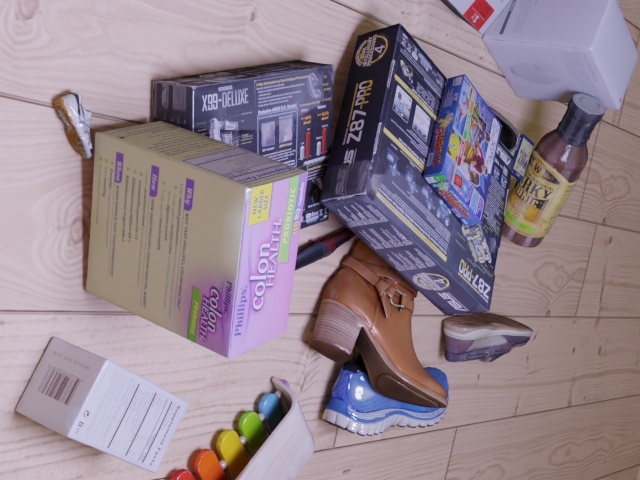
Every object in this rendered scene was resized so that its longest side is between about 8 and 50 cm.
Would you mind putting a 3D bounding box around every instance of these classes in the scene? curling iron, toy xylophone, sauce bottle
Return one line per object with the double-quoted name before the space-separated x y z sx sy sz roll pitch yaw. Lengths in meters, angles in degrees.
"curling iron" 0.000 0.000 1.692 0.274 0.035 0.068 -34 124 -44
"toy xylophone" -0.110 0.386 1.642 0.322 0.081 0.236 -42 133 -38
"sauce bottle" 0.468 -0.141 2.115 0.111 0.111 0.344 -31 150 -45

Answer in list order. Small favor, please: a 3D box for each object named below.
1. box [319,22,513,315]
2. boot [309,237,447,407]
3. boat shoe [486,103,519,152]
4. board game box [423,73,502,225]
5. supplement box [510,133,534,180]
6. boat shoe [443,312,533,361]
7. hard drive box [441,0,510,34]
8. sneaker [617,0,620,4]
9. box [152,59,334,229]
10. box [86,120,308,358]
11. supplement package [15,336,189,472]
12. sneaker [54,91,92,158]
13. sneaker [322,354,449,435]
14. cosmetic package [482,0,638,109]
"box" 0.172 -0.104 1.690 0.395 0.097 0.318 39 52 -43
"boot" 0.129 0.143 1.787 0.283 0.109 0.220 31 62 -10
"boat shoe" 0.269 -0.215 1.934 0.305 0.091 0.109 9 95 -55
"board game box" 0.230 -0.144 1.665 0.136 0.035 0.201 45 49 -38
"supplement box" 0.370 -0.172 2.096 0.056 0.083 0.083 25 82 -55
"boat shoe" 0.346 0.210 2.200 0.285 0.102 0.092 3 105 -51
"hard drive box" 0.289 -0.497 1.784 0.232 0.089 0.181 -51 146 11
"sneaker" 0.645 -0.586 2.289 0.208 0.127 0.319 1 102 -53
"box" -0.102 -0.117 1.470 0.307 0.076 0.243 -21 119 -50
"box" -0.155 -0.009 1.271 0.117 0.243 0.214 -20 124 -51
"supplement package" -0.273 0.211 1.330 0.179 0.105 0.105 43 67 -52
"sneaker" -0.284 -0.138 1.247 0.037 0.031 0.083 -45 136 -35
"sneaker" 0.141 0.258 1.903 0.330 0.129 0.147 0 105 -54
"cosmetic package" 0.473 -0.378 2.040 0.224 0.224 0.138 41 69 -53
